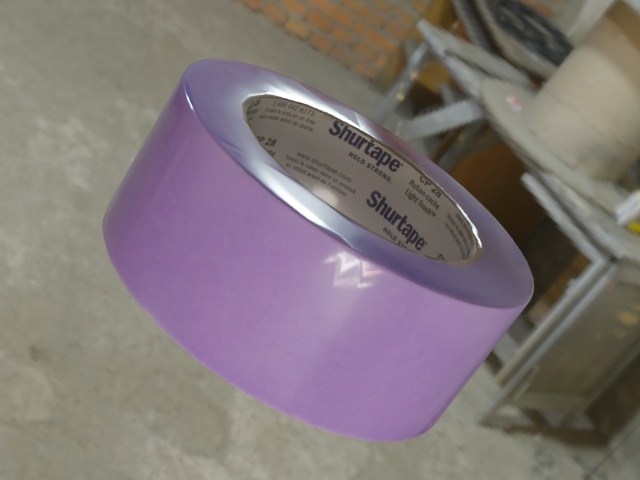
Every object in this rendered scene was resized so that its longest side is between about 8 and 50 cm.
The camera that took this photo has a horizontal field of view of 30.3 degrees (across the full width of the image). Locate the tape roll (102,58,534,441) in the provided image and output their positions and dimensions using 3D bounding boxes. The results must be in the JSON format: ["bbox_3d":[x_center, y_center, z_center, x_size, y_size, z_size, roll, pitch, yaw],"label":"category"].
[{"bbox_3d":[0.000,0.000,0.552,0.189,0.080,0.189,30,20,-12],"label":"tape roll"}]
